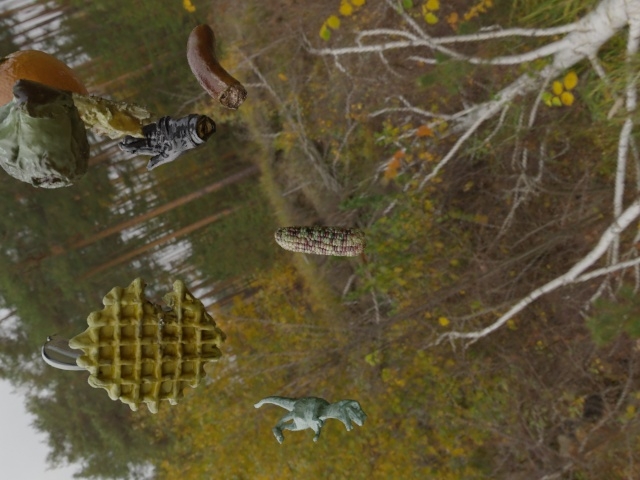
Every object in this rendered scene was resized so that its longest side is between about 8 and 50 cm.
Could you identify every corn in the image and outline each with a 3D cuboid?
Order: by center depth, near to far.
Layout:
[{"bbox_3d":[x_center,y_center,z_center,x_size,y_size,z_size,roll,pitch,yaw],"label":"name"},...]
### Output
[{"bbox_3d":[0.000,0.000,1.727,0.086,0.254,0.086,2,-90,-87],"label":"corn"}]

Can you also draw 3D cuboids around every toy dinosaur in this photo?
[{"bbox_3d":[-0.072,0.361,1.255,0.383,0.129,0.076,-7,109,46],"label":"toy dinosaur"}]

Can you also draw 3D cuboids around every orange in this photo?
[{"bbox_3d":[-0.770,-0.352,1.657,0.312,0.312,0.312,60,169,19],"label":"orange"}]

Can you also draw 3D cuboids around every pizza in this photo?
[{"bbox_3d":[-0.498,-0.283,1.435,0.323,0.223,0.089,-139,60,-82],"label":"pizza"}]

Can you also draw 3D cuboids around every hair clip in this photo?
[{"bbox_3d":[-0.558,0.264,1.451,0.140,0.220,0.054,-43,-34,-76],"label":"hair clip"}]

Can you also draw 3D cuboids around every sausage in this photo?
[{"bbox_3d":[-0.287,-0.459,1.630,0.302,0.103,0.076,60,158,30],"label":"sausage"}]

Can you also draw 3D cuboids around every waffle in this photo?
[{"bbox_3d":[-0.322,0.197,1.177,0.261,0.250,0.056,54,170,-27],"label":"waffle"}]

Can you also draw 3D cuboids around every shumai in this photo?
[{"bbox_3d":[-0.480,-0.192,1.091,0.184,0.184,0.142,61,146,14],"label":"shumai"}]

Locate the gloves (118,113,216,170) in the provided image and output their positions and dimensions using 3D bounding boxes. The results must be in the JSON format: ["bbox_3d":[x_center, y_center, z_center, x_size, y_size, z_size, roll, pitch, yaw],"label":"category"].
[{"bbox_3d":[-0.415,-0.272,1.694,0.119,0.286,0.142,-25,-73,-72],"label":"gloves"}]
